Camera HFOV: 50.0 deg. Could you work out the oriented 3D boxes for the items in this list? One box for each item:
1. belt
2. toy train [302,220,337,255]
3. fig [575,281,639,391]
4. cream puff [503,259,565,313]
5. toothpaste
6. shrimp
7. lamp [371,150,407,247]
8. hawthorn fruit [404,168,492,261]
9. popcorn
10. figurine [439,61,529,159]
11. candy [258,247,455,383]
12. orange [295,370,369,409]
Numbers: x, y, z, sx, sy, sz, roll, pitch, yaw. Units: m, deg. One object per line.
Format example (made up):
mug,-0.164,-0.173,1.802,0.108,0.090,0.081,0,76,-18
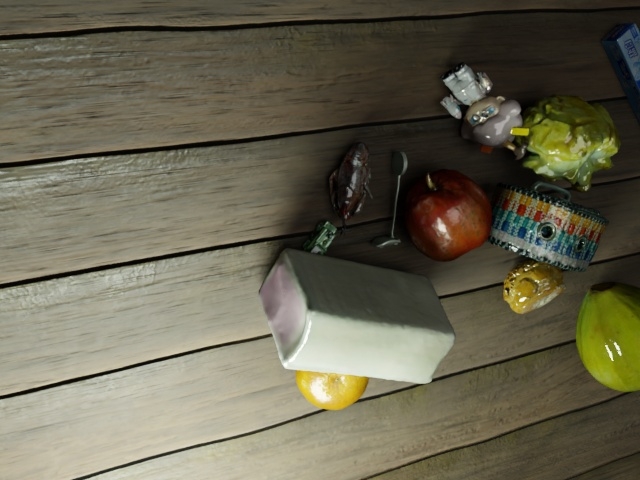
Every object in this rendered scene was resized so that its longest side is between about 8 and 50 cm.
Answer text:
belt,0.494,-0.038,1.480,0.295,0.207,0.160,13,100,-28
toy train,0.000,0.000,1.351,0.033,0.053,0.083,39,87,-27
fig,0.725,0.221,1.645,0.239,0.239,0.271,-39,102,-11
cream puff,0.481,0.099,1.561,0.144,0.103,0.126,-30,154,9
toothpaste,0.740,-0.372,1.590,0.066,0.053,0.272,-43,117,-9
shrimp,0.059,-0.098,1.347,0.073,0.074,0.190,0,98,-57
lamp,0.141,-0.083,1.396,0.056,0.050,0.198,-2,104,-22
hawthorn fruit,0.246,-0.061,1.373,0.179,0.179,0.200,-48,131,-6
popcorn,0.516,-0.214,1.449,0.221,0.204,0.184,8,119,-26
figurine,0.335,-0.262,1.405,0.137,0.112,0.229,-32,108,33
candy,0.074,0.143,1.317,0.358,0.208,0.145,12,122,-27
orange,0.025,0.265,1.397,0.154,0.134,0.155,0,96,-2
